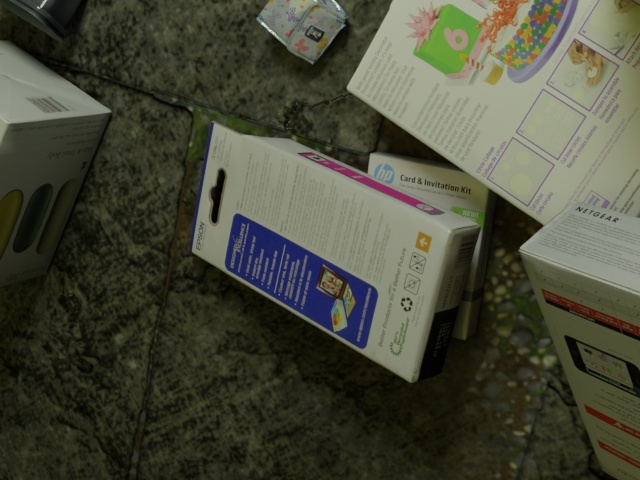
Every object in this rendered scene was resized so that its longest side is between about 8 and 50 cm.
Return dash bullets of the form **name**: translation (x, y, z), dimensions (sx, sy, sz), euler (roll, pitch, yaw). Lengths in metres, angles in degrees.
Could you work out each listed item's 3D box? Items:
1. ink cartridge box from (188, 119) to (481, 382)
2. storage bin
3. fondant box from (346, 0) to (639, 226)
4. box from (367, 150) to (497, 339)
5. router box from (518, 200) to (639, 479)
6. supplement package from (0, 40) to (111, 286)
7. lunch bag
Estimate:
- **ink cartridge box**: translation (0.000, 0.000, 1.188), dimensions (0.371, 0.069, 0.176), euler (26, 114, 35)
- **storage bin**: translation (-0.359, -0.326, 1.336), dimensions (0.135, 0.098, 0.091), euler (33, 85, 19)
- **fondant box**: translation (0.223, -0.168, 1.056), dimensions (0.330, 0.096, 0.238), euler (37, 114, 16)
- **box**: translation (0.116, 0.004, 1.175), dimensions (0.145, 0.038, 0.186), euler (14, 104, 25)
- **router box**: translation (0.351, 0.139, 0.895), dimensions (0.335, 0.082, 0.301), euler (24, 146, 53)
- **supplement package**: translation (-0.442, -0.096, 1.351), dimensions (0.198, 0.199, 0.263), euler (35, 113, 17)
- **lunch bag**: translation (-0.018, -0.252, 1.189), dimensions (0.083, 0.053, 0.071), euler (44, 117, 4)
